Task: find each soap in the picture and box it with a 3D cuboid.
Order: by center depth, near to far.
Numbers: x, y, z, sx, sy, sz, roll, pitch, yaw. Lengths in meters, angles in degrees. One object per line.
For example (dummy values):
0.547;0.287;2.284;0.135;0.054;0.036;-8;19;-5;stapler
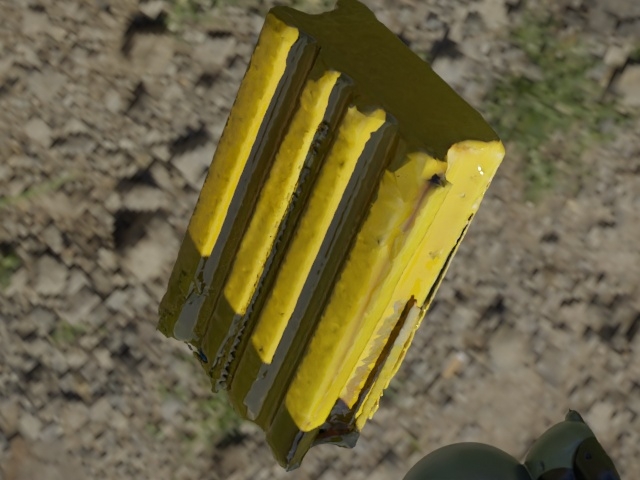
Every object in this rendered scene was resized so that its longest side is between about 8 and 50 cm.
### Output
0.000;0.001;1.427;0.096;0.204;0.324;-14;141;-40;soap

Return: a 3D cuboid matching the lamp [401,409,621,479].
0.187;0.280;1.905;0.244;0.198;0.198;-26;122;3;lamp
